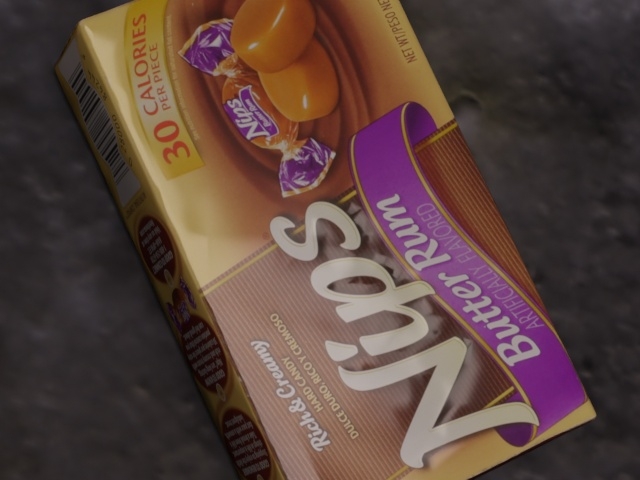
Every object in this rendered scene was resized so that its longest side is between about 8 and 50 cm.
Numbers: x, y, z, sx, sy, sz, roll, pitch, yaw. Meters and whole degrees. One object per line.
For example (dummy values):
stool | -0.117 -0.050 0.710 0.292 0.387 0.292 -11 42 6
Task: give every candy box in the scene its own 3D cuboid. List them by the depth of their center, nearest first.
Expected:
candy box | 0.000 0.000 0.627 0.109 0.053 0.187 -23 84 -20
